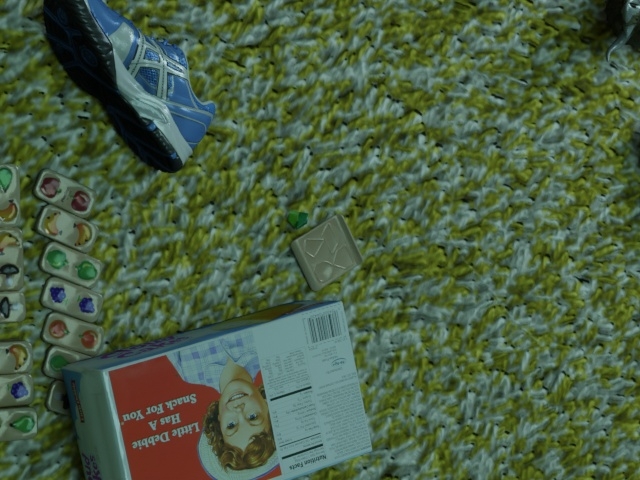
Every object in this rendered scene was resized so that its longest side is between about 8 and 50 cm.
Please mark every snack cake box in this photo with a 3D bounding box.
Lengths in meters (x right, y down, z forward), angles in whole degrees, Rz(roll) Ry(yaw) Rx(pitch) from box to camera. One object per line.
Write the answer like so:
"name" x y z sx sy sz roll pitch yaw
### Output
"snack cake box" -0.092 0.158 1.692 0.264 0.089 0.152 -14 97 -33

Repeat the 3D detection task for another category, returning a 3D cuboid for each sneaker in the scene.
"sneaker" -0.177 -0.164 1.681 0.081 0.080 0.211 -47 118 -26

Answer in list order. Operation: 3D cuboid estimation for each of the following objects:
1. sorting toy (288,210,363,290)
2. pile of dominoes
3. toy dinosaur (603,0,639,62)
"sorting toy" 0.000 0.000 1.795 0.062 0.012 0.083 -31 106 -18
"pile of dominoes" -0.282 0.053 1.640 0.196 0.040 0.251 -2 91 -26
"toy dinosaur" 0.415 -0.277 1.966 0.313 0.121 0.160 -6 104 -31
